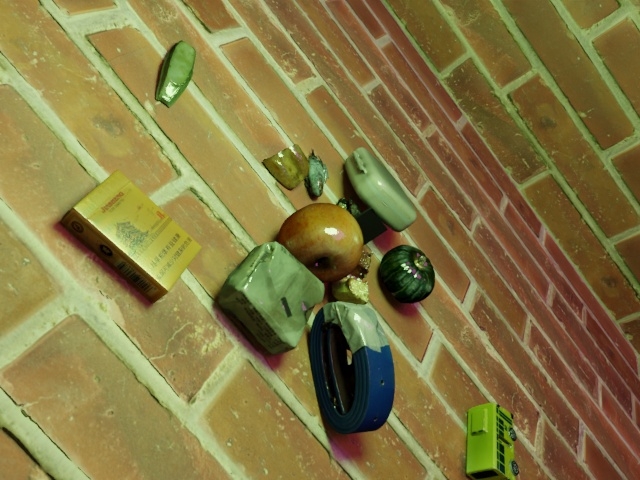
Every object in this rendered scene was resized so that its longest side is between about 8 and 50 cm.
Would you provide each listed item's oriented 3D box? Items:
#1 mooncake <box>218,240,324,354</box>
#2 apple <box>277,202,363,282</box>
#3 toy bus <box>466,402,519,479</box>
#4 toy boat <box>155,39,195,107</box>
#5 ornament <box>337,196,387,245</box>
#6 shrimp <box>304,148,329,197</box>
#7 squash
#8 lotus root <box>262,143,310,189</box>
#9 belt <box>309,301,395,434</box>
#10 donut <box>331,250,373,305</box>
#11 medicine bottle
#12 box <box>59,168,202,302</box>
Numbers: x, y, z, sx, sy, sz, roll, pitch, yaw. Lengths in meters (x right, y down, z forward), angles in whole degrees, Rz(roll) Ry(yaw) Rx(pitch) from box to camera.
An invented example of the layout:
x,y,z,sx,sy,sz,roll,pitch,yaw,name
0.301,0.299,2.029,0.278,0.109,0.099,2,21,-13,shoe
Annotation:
x,y,z,sx,sy,sz,roll,pitch,yaw,name
-0.127,0.142,1.444,0.254,0.136,0.250,50,39,-18,mooncake
0.000,0.000,1.616,0.254,0.254,0.253,29,45,-33,apple
0.577,0.689,1.855,0.150,0.128,0.262,41,40,-21,toy bus
-0.429,-0.516,1.648,0.093,0.055,0.292,30,44,-28,toy boat
0.098,-0.090,1.884,0.153,0.166,0.196,47,12,-49,ornament
-0.017,-0.246,1.909,0.090,0.079,0.232,-1,51,-7,shrimp
0.307,0.118,1.924,0.218,0.173,0.218,54,21,-32,squash
-0.094,-0.254,1.812,0.135,0.095,0.159,53,42,-12,lotus root
0.083,0.339,1.478,0.117,0.213,0.346,13,59,-42,belt
0.091,0.128,1.707,0.085,0.141,0.217,30,35,-19,donut
0.214,-0.190,1.999,0.282,0.123,0.375,40,16,-23,medicine bottle
-0.428,-0.012,1.265,0.274,0.076,0.174,45,37,-16,box
